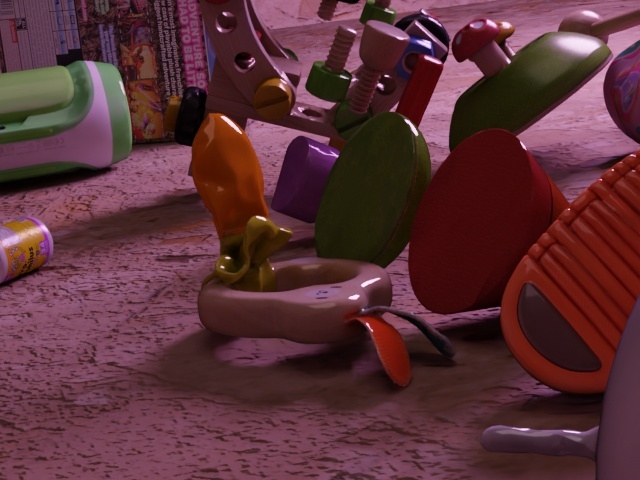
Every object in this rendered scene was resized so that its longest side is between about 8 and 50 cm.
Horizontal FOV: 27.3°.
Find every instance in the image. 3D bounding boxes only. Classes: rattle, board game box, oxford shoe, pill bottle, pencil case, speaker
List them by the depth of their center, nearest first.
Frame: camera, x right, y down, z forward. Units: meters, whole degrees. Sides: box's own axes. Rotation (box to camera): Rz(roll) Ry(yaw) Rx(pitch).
[{"bbox_3d":[0.249,0.006,0.777,0.364,0.132,0.130,-25,66,-24],"label":"oxford shoe"},{"bbox_3d":[0.000,0.000,0.810,0.130,0.142,0.200,8,2,-24],"label":"rattle"},{"bbox_3d":[-0.253,0.011,1.040,0.043,0.043,0.083,3,17,30],"label":"pill bottle"},{"bbox_3d":[0.343,-0.118,1.155,0.124,0.124,0.284,-6,14,-2],"label":"pencil case"},{"bbox_3d":[-0.362,-0.119,1.427,0.297,0.131,0.131,-11,15,-18],"label":"speaker"},{"bbox_3d":[-0.243,-0.245,1.656,0.291,0.232,0.141,-3,15,8],"label":"board game box"}]

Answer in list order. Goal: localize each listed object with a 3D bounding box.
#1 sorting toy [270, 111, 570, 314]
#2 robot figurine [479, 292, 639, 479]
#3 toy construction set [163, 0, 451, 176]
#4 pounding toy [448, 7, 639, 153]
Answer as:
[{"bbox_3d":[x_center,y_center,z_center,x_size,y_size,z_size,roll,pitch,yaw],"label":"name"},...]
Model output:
[{"bbox_3d":[0.088,-0.012,0.950,0.126,0.127,0.365,20,0,-26],"label":"sorting toy"},{"bbox_3d":[0.217,0.069,0.313,0.354,0.199,0.300,8,0,43],"label":"robot figurine"},{"bbox_3d":[-0.014,-0.120,1.222,0.258,0.237,0.309,9,25,-28],"label":"toy construction set"},{"bbox_3d":[0.198,-0.184,1.283,0.237,0.110,0.183,-38,5,-14],"label":"pounding toy"}]
